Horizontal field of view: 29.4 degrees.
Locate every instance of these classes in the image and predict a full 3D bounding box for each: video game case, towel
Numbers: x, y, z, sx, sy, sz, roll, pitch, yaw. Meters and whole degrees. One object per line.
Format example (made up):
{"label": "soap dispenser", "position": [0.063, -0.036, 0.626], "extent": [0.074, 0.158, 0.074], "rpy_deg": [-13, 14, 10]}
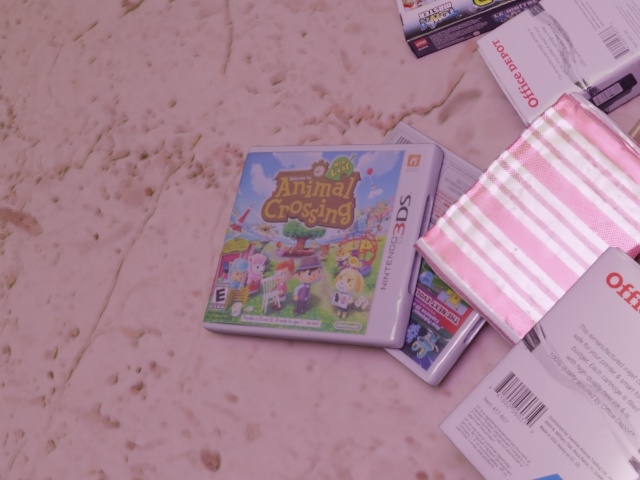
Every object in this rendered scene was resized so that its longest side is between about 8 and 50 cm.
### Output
{"label": "video game case", "position": [0.000, 0.000, 1.143], "extent": [0.212, 0.023, 0.193], "rpy_deg": [2, 69, 33]}
{"label": "video game case", "position": [0.089, 0.007, 1.115], "extent": [0.201, 0.023, 0.183], "rpy_deg": [37, 90, 38]}
{"label": "towel", "position": [0.195, -0.014, 1.033], "extent": [0.197, 0.029, 0.144], "rpy_deg": [-45, 72, 5]}

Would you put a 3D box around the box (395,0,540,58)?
{"label": "box", "position": [0.173, -0.268, 1.199], "extent": [0.207, 0.036, 0.114], "rpy_deg": [-18, 63, 16]}

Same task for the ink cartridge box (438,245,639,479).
{"label": "ink cartridge box", "position": [0.219, 0.130, 0.952], "extent": [0.203, 0.086, 0.148], "rpy_deg": [-47, 57, 7]}

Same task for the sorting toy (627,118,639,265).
{"label": "sorting toy", "position": [0.281, 0.061, 1.020], "extent": [0.229, 0.041, 0.307], "rpy_deg": [40, 95, 34]}

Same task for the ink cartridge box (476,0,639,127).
{"label": "ink cartridge box", "position": [0.236, -0.170, 1.115], "extent": [0.150, 0.063, 0.109], "rpy_deg": [-32, 60, 10]}
